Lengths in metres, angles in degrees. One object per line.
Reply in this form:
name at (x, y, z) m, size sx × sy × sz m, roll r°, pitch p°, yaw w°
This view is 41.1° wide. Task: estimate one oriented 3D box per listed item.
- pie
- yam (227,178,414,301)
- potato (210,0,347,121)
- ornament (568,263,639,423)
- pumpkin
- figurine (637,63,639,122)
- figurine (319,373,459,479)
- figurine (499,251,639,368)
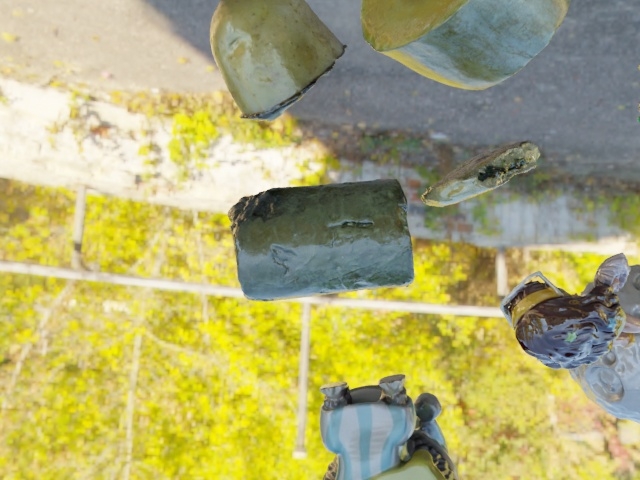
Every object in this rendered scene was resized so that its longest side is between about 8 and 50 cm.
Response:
pie at (0.256, -0.108, 1.423) m, size 0.218 × 0.052 × 0.185 m, roll -29°, pitch -170°, yaw -34°
yam at (0.000, 0.000, 1.422) m, size 0.300 × 0.195 × 0.195 m, roll -5°, pitch 168°, yaw 3°
potato at (-0.096, -0.364, 1.558) m, size 0.243 × 0.285 × 0.242 m, roll 16°, pitch 132°, yaw 18°
ornament at (0.670, 0.221, 1.774) m, size 0.337 × 0.337 × 0.337 m, roll 4°, pitch 169°, yaw 1°
pumpkin at (0.243, -0.398, 1.393) m, size 0.199 × 0.332 × 0.332 m, roll 33°, pitch 153°, yaw -35°
figurine at (0.641, -0.272, 1.626) m, size 0.115 × 0.095 × 0.156 m, roll 43°, pitch 160°, yaw 24°
figurine at (0.116, 0.392, 1.566) m, size 0.266 × 0.361 × 0.378 m, roll -8°, pitch -176°, yaw 7°
figurine at (0.347, 0.106, 1.133) m, size 0.240 × 0.115 × 0.174 m, roll 2°, pitch 142°, yaw -41°
